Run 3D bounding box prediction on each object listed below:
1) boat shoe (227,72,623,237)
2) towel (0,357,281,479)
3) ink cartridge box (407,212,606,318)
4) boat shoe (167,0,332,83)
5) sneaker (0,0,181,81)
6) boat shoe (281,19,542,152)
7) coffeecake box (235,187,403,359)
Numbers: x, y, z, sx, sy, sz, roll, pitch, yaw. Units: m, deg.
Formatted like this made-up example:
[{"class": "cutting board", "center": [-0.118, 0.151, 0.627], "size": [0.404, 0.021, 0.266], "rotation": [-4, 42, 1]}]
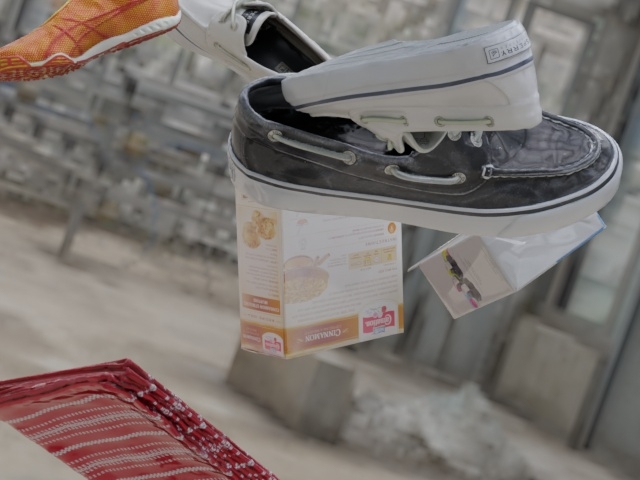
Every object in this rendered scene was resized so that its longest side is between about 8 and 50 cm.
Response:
[{"class": "boat shoe", "center": [0.083, -0.078, 1.345], "size": [0.301, 0.108, 0.102], "rotation": [5, -37, -3]}, {"class": "towel", "center": [-0.142, 0.189, 1.521], "size": [0.199, 0.031, 0.275], "rotation": [-12, -43, 43]}, {"class": "ink cartridge box", "center": [0.156, 0.009, 1.552], "size": [0.061, 0.104, 0.181], "rotation": [57, -20, 0]}, {"class": "boat shoe", "center": [-0.081, -0.231, 2.031], "size": [0.267, 0.096, 0.088], "rotation": [42, -26, 6]}, {"class": "sneaker", "center": [-0.197, -0.174, 1.465], "size": [0.175, 0.067, 0.064], "rotation": [-27, 6, -31]}, {"class": "boat shoe", "center": [0.057, -0.094, 1.232], "size": [0.083, 0.076, 0.226], "rotation": [-26, 14, -33]}, {"class": "coffeecake box", "center": [0.000, 0.000, 1.609], "size": [0.142, 0.185, 0.068], "rotation": [-10, 13, -40]}]
